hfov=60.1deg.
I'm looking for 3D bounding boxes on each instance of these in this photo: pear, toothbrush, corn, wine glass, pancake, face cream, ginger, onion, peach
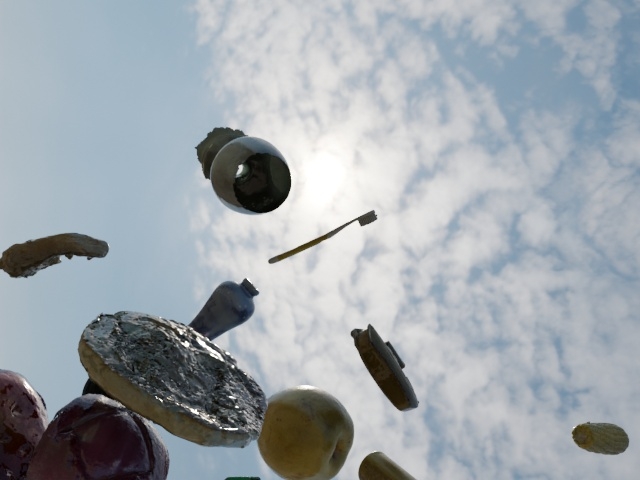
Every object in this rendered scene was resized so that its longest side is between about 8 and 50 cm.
[{"bbox_3d":[-0.056,0.603,1.733,0.314,0.314,0.315,5,-84,51],"label":"pear"},{"bbox_3d":[0.000,0.000,1.227,0.288,0.021,0.024,-25,-94,25],"label":"toothbrush"},{"bbox_3d":[0.605,0.425,1.190,0.067,0.206,0.068,-23,-123,41],"label":"corn"},{"bbox_3d":[-0.221,-0.201,1.619,0.323,0.237,0.238,30,-65,58],"label":"wine glass"},{"bbox_3d":[-0.228,0.216,0.902,0.065,0.356,0.356,-55,-133,5],"label":"pancake"},{"bbox_3d":[0.234,0.671,1.421,0.348,0.104,0.105,16,-75,59],"label":"face cream"},{"bbox_3d":[-0.443,0.022,0.909,0.070,0.173,0.051,84,-5,-47],"label":"ginger"},{"bbox_3d":[-0.323,0.364,0.865,0.111,0.250,0.248,-10,-57,20],"label":"onion"},{"bbox_3d":[-0.773,0.480,1.174,0.352,0.339,0.417,-16,-116,37],"label":"peach"}]

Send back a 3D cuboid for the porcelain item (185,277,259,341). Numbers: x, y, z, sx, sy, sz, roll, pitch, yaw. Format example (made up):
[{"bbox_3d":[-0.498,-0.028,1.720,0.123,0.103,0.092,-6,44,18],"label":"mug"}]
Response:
[{"bbox_3d":[-0.301,0.220,1.675,0.259,0.141,0.141,-40,-130,-5],"label":"porcelain item"}]

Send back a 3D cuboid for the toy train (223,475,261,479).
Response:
[{"bbox_3d":[-0.237,0.648,1.351,0.251,0.119,0.085,-44,-134,30],"label":"toy train"}]

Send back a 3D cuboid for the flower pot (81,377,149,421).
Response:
[{"bbox_3d":[-0.424,0.347,1.203,0.157,0.157,0.107,56,-19,32],"label":"flower pot"}]

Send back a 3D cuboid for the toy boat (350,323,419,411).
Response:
[{"bbox_3d":[0.204,0.389,1.687,0.089,0.121,0.321,-29,-77,22],"label":"toy boat"}]
